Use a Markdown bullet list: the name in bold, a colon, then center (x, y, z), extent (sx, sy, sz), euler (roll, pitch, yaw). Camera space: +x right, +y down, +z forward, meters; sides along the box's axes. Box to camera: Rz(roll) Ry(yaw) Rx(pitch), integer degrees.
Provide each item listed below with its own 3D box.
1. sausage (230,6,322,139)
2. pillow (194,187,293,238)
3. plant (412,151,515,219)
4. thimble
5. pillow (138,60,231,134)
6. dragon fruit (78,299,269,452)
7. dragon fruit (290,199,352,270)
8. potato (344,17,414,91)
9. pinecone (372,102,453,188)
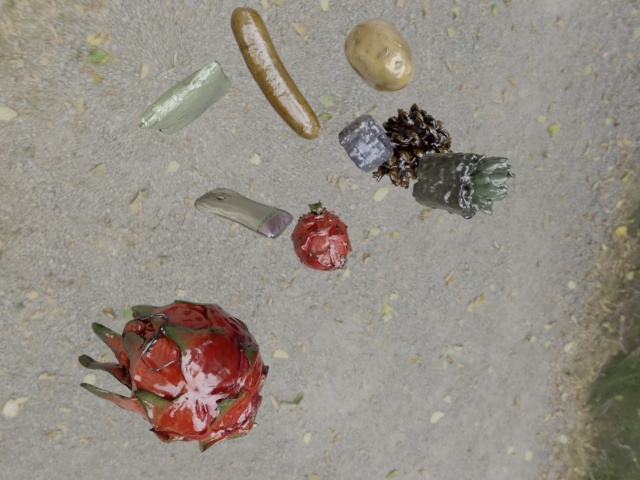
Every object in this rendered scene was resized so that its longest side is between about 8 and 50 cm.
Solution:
- **sausage**: center (-0.161, -0.573, 1.477), extent (0.136, 0.123, 0.501), euler (-23, 108, 28)
- **pillow**: center (-0.183, -0.072, 1.018), extent (0.232, 0.131, 0.038), euler (24, 129, 12)
- **plant**: center (0.300, -0.117, 0.884), extent (0.129, 0.194, 0.132), euler (10, 92, -62)
- **thimble**: center (0.126, -0.269, 1.150), extent (0.097, 0.150, 0.150), euler (-34, 122, 25)
- **pillow**: center (-0.393, -0.418, 1.240), extent (0.274, 0.281, 0.076), euler (-37, 101, 3)
- **dragon fruit**: center (-0.191, 0.175, 0.585), extent (0.274, 0.192, 0.193), euler (38, 115, -3)
- **dragon fruit**: center (0.000, 0.000, 1.219), extent (0.172, 0.172, 0.210), euler (-16, 75, -14)
- **potato**: center (0.129, -0.396, 0.887), extent (0.161, 0.235, 0.128), euler (42, 107, -12)
- **pinecone**: center (0.286, -0.276, 1.299), extent (0.243, 0.243, 0.257), euler (20, 104, -26)
